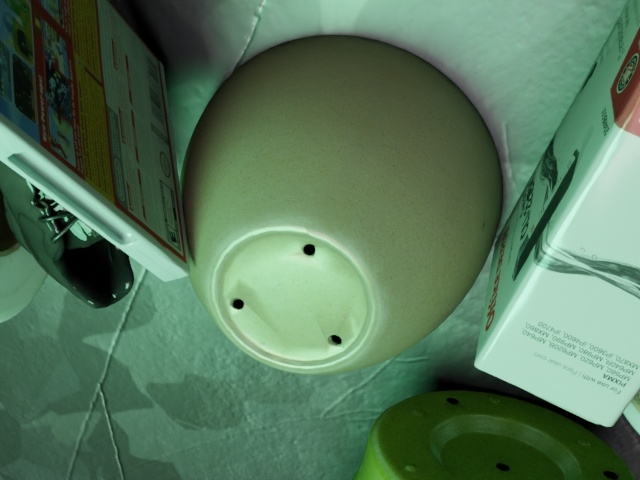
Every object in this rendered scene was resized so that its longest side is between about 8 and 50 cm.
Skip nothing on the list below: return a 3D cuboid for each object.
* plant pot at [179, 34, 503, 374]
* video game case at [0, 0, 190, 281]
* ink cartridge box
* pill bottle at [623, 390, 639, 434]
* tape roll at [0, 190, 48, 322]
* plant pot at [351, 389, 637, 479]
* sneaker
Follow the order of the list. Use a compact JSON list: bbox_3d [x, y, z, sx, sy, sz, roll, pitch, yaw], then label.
[{"bbox_3d":[0.000,0.000,0.740,0.284,0.191,0.284,7,121,11],"label":"plant pot"},{"bbox_3d":[-0.167,-0.111,0.604,0.025,0.204,0.285,-17,154,11],"label":"video game case"},{"bbox_3d":[0.224,-0.033,0.658,0.114,0.197,0.272,23,122,3],"label":"ink cartridge box"},{"bbox_3d":[0.337,0.041,0.646,0.153,0.153,0.264,23,121,1],"label":"pill bottle"},{"bbox_3d":[-0.344,-0.055,0.766,0.169,0.246,0.246,3,120,12],"label":"tape roll"},{"bbox_3d":[0.133,0.344,0.840,0.367,0.366,0.352,11,110,8],"label":"plant pot"},{"bbox_3d":[-0.198,-0.063,0.673,0.109,0.130,0.286,-33,140,-16],"label":"sneaker"}]
